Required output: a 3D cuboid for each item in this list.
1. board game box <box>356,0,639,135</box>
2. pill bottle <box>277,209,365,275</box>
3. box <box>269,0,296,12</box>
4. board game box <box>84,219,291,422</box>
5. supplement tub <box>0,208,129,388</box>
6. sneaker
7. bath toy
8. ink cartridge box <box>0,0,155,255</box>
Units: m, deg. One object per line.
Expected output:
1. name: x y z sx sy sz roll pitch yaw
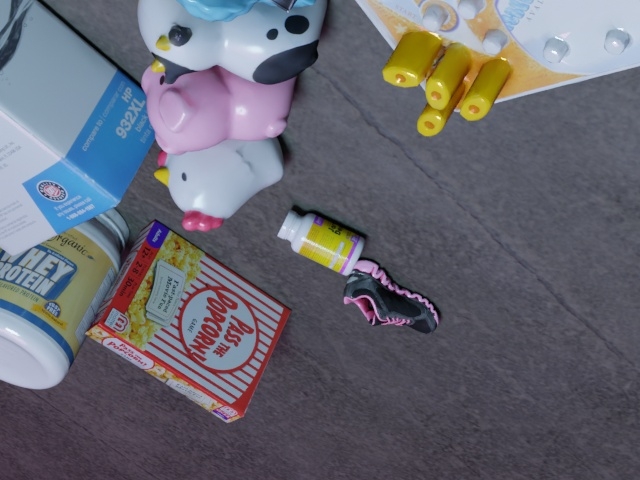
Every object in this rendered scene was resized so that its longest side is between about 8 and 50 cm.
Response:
1. board game box: 0.102 -0.231 0.674 0.390 0.050 0.390 -10 131 45
2. pill bottle: 0.000 0.000 1.310 0.083 0.043 0.043 25 148 -3
3. box: -0.029 -0.224 0.704 0.114 0.036 0.207 30 148 -2
4. board game box: -0.144 0.091 1.443 0.193 0.146 0.045 34 147 -17
5. supplement tub: -0.310 0.048 1.438 0.144 0.199 0.144 17 148 11
6. sneaker: 0.071 0.072 1.358 0.119 0.057 0.047 34 145 -17
7. bath toy: -0.089 -0.127 1.104 0.151 0.129 0.348 22 149 3
8. ink cartridge box: -0.339 -0.144 1.243 0.307 0.129 0.223 40 145 -24
